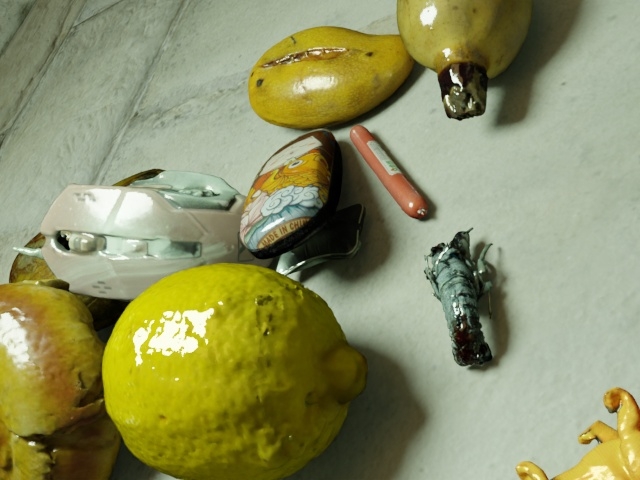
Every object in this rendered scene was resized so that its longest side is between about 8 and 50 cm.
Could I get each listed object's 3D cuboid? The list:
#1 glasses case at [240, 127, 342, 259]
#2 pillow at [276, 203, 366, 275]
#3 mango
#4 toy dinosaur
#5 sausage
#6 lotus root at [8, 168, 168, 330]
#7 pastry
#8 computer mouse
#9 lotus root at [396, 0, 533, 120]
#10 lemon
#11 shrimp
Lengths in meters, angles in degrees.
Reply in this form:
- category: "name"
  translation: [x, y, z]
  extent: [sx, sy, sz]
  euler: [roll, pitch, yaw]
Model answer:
- category: "glasses case"
  translation: [-0.035, -0.073, 1.014]
  extent: [0.122, 0.082, 0.321]
  euler: [-31, 20, 17]
- category: "pillow"
  translation: [0.001, 0.001, 0.998]
  extent: [0.136, 0.055, 0.091]
  euler: [-22, 63, 31]
- category: "mango"
  translation: [0.003, -0.263, 1.169]
  extent: [0.295, 0.120, 0.177]
  euler: [-5, 56, 40]
- category: "toy dinosaur"
  translation: [0.251, 0.189, 0.593]
  extent: [0.288, 0.070, 0.117]
  euler: [-43, 49, 11]
- category: "sausage"
  translation: [0.089, -0.099, 1.017]
  extent: [0.034, 0.034, 0.253]
  euler: [-40, 40, 9]
- category: "lotus root"
  translation: [-0.353, 0.031, 1.196]
  extent: [0.398, 0.179, 0.195]
  euler: [-32, 55, 14]
- category: "pastry"
  translation: [-0.398, 0.212, 1.019]
  extent: [0.356, 0.164, 0.355]
  euler: [16, 113, 44]
- category: "computer mouse"
  translation: [-0.255, 0.000, 1.041]
  extent: [0.389, 0.115, 0.199]
  euler: [0, 94, 1]
- category: "lotus root"
  translation: [0.189, -0.294, 0.978]
  extent: [0.183, 0.183, 0.309]
  euler: [-14, 52, 35]
- category: "lemon"
  translation: [-0.097, 0.145, 0.813]
  extent: [0.320, 0.245, 0.245]
  euler: [-4, 55, 30]
- category: "shrimp"
  translation: [0.157, 0.048, 0.800]
  extent: [0.082, 0.076, 0.174]
  euler: [-10, 47, 8]
